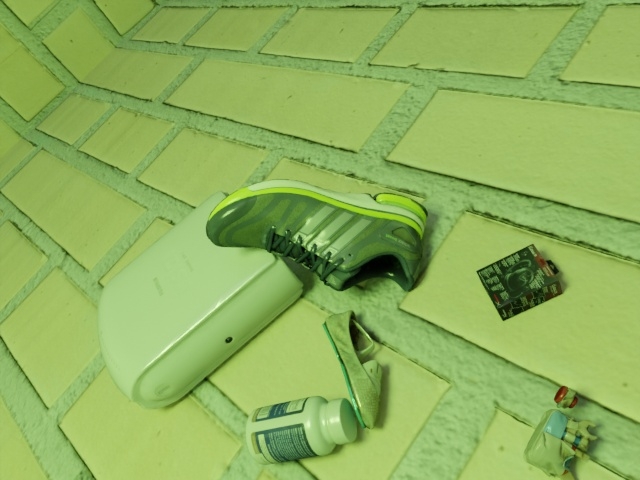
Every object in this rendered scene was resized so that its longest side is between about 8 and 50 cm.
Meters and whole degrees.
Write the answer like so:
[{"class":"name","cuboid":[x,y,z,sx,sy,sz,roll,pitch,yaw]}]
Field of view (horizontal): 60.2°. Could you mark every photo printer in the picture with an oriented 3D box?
[{"class":"photo printer","cuboid":[-0.207,0.089,0.857,0.307,0.107,0.256,-40,43,-3]}]

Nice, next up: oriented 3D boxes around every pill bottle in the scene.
[{"class":"pill bottle","cuboid":[-0.021,0.220,0.648,0.120,0.067,0.067,-18,46,21]}]

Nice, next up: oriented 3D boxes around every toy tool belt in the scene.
[{"class":"toy tool belt","cuboid":[0.235,0.188,0.526,0.051,0.052,0.083,32,76,13]}]

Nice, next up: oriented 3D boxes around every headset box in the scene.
[{"class":"headset box","cuboid":[0.237,0.047,0.651,0.083,0.032,0.062,-28,44,10]}]

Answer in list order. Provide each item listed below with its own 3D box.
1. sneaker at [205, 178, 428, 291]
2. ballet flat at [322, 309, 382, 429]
[{"class":"sneaker","cuboid":[0.000,0.000,0.725,0.300,0.111,0.121,2,57,-5]},{"class":"ballet flat","cuboid":[0.047,0.148,0.676,0.052,0.057,0.168,-24,43,0]}]
